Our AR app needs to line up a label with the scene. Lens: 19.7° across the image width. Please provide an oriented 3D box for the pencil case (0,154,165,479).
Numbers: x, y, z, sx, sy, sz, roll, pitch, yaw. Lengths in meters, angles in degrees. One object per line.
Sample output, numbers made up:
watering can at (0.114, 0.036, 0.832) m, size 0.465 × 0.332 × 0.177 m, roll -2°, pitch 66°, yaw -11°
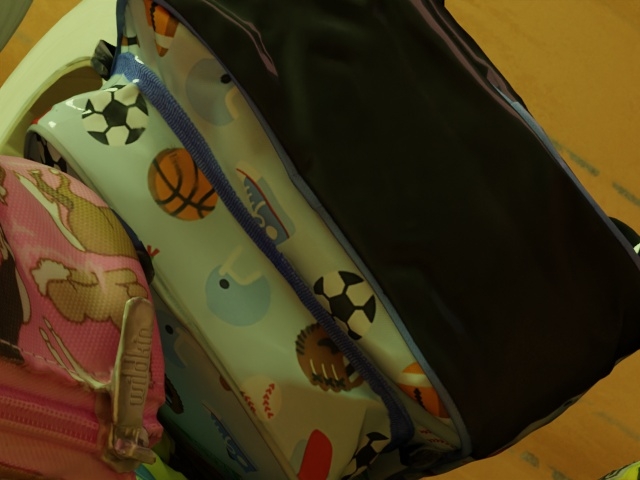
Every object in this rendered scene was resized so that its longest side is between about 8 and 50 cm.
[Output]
pencil case at (-0.178, 0.007, 0.500) m, size 0.386 × 0.167 × 0.160 m, roll 35°, pitch 35°, yaw -67°

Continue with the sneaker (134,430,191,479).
sneaker at (-0.121, 0.085, 0.739) m, size 0.240 × 0.091 × 0.126 m, roll 33°, pitch -1°, yaw 8°

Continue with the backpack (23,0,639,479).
backpack at (0.000, 0.000, 0.795) m, size 0.276 × 0.213 × 0.263 m, roll 58°, pitch -8°, yaw 7°

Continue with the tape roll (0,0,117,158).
tape roll at (-0.160, -0.038, 1.274) m, size 0.100 × 0.286 × 0.286 m, roll 34°, pitch -2°, yaw -29°

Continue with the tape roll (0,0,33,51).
tape roll at (-0.267, -0.115, 0.824) m, size 0.169 × 0.246 × 0.246 m, roll 48°, pitch 0°, yaw 4°

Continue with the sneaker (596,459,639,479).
sneaker at (0.166, 0.145, 0.870) m, size 0.385 × 0.147 × 0.145 m, roll -12°, pitch 38°, yaw -25°

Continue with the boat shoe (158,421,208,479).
boat shoe at (-0.129, 0.066, 0.941) m, size 0.335 × 0.121 × 0.119 m, roll 34°, pitch -4°, yaw 46°
